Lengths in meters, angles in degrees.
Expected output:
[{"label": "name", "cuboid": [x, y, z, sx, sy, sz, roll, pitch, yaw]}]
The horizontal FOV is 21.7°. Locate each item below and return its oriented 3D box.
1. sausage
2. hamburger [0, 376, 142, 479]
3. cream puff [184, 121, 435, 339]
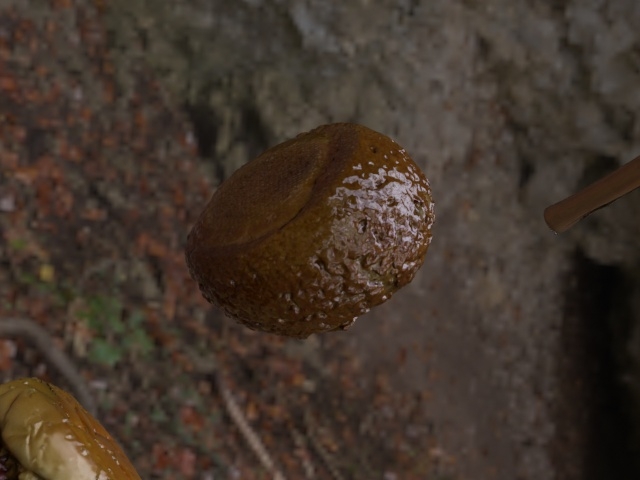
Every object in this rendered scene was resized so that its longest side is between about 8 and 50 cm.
[{"label": "sausage", "cuboid": [0.236, -0.042, 1.371, 0.026, 0.116, 0.026, 35, 37, -32]}, {"label": "hamburger", "cuboid": [-0.297, 0.252, 1.796, 0.244, 0.163, 0.244, 50, 6, -7]}, {"label": "cream puff", "cuboid": [0.000, 0.000, 1.987, 0.212, 0.303, 0.303, 54, 35, -21]}]
